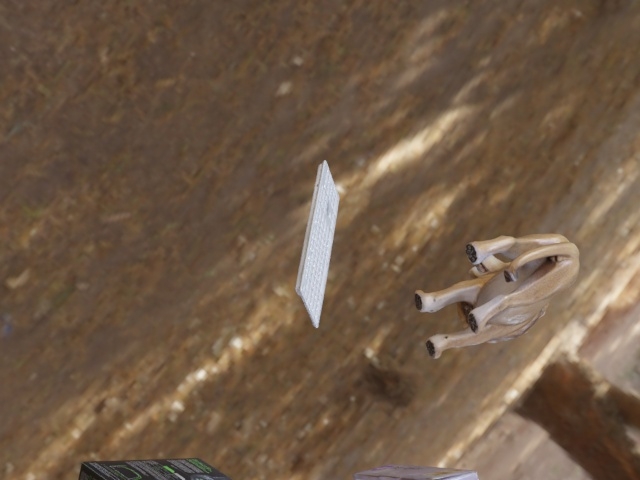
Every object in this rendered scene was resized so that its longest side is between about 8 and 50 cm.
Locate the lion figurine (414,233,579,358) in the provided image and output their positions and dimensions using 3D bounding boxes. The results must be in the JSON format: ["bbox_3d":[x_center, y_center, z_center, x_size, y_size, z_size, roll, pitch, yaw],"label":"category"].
[{"bbox_3d":[0.283,0.067,1.631,0.240,0.142,0.392,-14,173,-19],"label":"lion figurine"}]

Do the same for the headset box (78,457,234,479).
[{"bbox_3d":[-0.306,0.534,2.051,0.283,0.131,0.246,9,96,-42],"label":"headset box"}]

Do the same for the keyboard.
[{"bbox_3d":[0.000,0.000,1.500,0.256,0.014,0.072,-80,150,-46],"label":"keyboard"}]

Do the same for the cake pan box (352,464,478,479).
[{"bbox_3d":[0.133,0.408,1.410,0.070,0.246,0.267,-7,172,-22],"label":"cake pan box"}]
